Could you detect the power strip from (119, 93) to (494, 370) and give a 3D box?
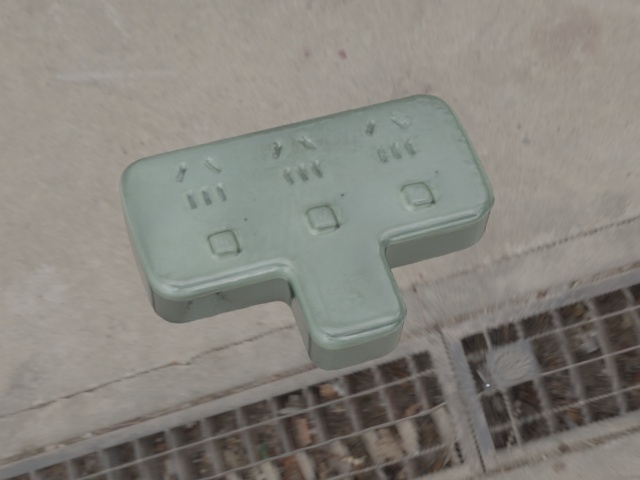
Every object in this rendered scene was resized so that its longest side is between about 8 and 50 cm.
[{"bbox_3d":[0.000,0.000,1.063,0.264,0.059,0.194,-14,59,-12],"label":"power strip"}]
